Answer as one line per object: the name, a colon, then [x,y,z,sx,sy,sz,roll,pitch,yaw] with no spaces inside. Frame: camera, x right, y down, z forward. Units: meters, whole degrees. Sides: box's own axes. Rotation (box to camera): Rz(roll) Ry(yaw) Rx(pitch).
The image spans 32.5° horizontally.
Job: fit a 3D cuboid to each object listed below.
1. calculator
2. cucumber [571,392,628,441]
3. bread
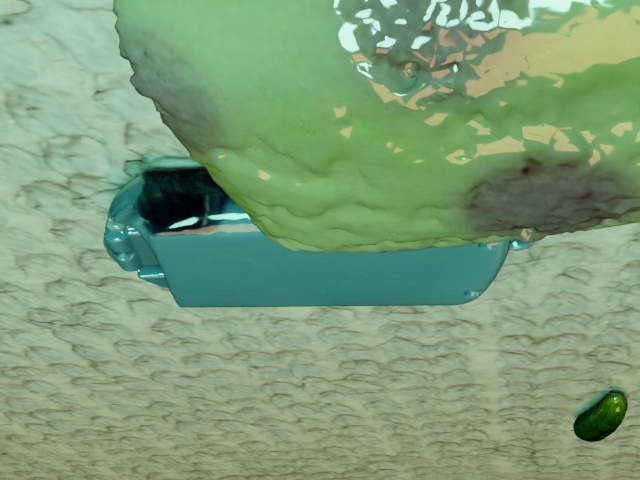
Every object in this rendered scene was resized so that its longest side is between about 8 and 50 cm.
calculator: [0.000,0.000,0.748,0.293,0.051,0.173,0,157,1]
cucumber: [0.324,0.207,1.265,0.039,0.039,0.168,2,156,-4]
bread: [0.113,-0.093,0.383,0.338,0.155,0.187,-7,152,19]
